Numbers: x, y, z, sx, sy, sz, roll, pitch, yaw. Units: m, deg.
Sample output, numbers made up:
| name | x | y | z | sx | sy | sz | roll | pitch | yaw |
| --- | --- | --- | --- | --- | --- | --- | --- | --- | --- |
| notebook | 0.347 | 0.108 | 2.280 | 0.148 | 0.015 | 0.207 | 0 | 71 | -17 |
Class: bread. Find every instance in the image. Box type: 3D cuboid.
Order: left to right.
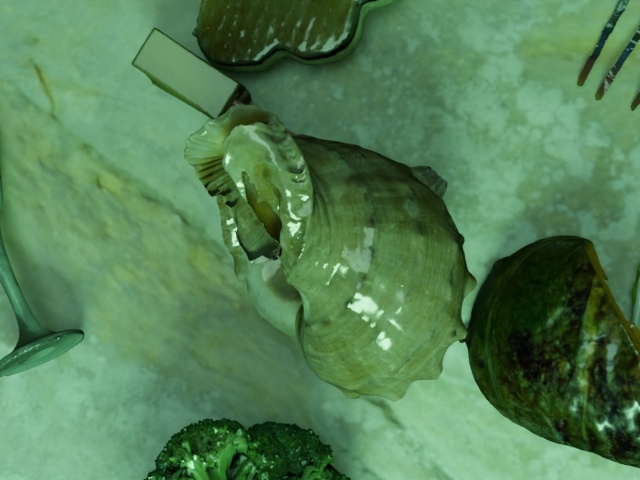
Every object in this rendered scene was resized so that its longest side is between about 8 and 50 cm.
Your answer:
| name | x | y | z | sx | sy | sz | roll | pitch | yaw |
| --- | --- | --- | --- | --- | --- | --- | --- | --- | --- |
| bread | -0.006 | -0.290 | 1.024 | 0.207 | 0.056 | 0.287 | 22 | 88 | 14 |

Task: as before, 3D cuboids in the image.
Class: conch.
| name | x | y | z | sx | sy | sz | roll | pitch | yaw |
| --- | --- | --- | --- | --- | --- | --- | --- | --- | --- |
| conch | 0.007 | -0.005 | 0.915 | 0.263 | 0.324 | 0.186 | 9 | 41 | 42 |

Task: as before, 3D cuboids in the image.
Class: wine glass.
| name | x | y | z | sx | sy | sz | roll | pitch | yaw |
| --- | --- | --- | --- | --- | --- | --- | --- | --- | --- |
| wine glass | -0.276 | -0.054 | 1.052 | 0.264 | 0.096 | 0.310 | -25 | 80 | -12 |

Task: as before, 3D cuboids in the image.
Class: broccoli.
| name | x | y | z | sx | sy | sz | roll | pitch | yaw |
| --- | --- | --- | --- | --- | --- | --- | --- | --- | --- |
| broccoli | -0.068 | 0.289 | 0.873 | 0.270 | 0.270 | 0.270 | 0 | 90 | -19 |

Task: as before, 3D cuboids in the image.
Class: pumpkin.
| name | x | y | z | sx | sy | sz | roll | pitch | yaw |
| --- | --- | --- | --- | --- | --- | --- | --- | --- | --- |
| pumpkin | 0.225 | 0.136 | 0.907 | 0.163 | 0.111 | 0.279 | -32 | 78 | 17 |

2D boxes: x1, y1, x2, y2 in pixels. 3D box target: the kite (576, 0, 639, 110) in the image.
| name | x | y | z | sx | sy | sz | roll | pitch | yaw |
| --- | --- | --- | --- | --- | --- | --- | --- | --- | --- |
| kite | 0.339 | -0.233 | 0.983 | 0.127 | 0.016 | 0.229 | 28 | 89 | 14 |

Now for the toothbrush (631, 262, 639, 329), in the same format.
| name | x | y | z | sx | sy | sz | roll | pitch | yaw |
| --- | --- | --- | --- | --- | --- | --- | --- | --- | --- |
| toothbrush | 0.318 | 0.023 | 0.956 | 0.026 | 0.022 | 0.263 | 24 | 90 | 8 |

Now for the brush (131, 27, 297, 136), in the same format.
| name | x | y | z | sx | sy | sz | roll | pitch | yaw |
| --- | --- | --- | --- | --- | --- | --- | --- | --- | --- |
| brush | -0.071 | -0.123 | 1.001 | 0.233 | 0.103 | 0.047 | 33 | 91 | 2 |
